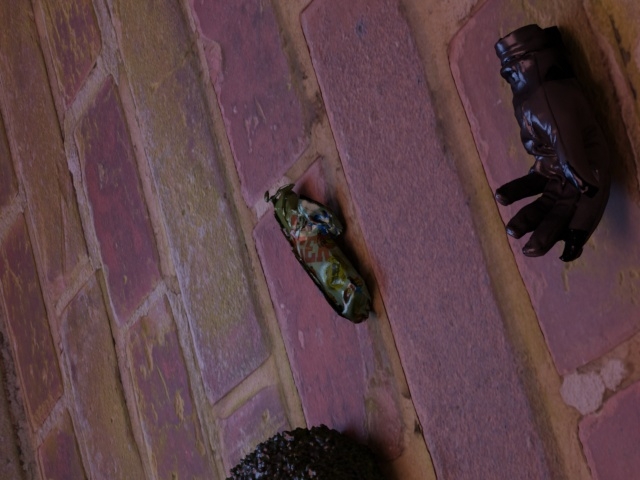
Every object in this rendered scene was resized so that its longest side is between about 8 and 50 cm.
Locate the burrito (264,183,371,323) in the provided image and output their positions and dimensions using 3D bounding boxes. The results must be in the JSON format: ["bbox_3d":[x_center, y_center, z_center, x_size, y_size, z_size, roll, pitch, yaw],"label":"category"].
[{"bbox_3d":[0.000,0.000,2.413,0.288,0.054,0.104,54,140,44],"label":"burrito"}]

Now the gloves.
[{"bbox_3d":[0.256,-0.113,1.846,0.142,0.119,0.285,128,144,-68],"label":"gloves"}]

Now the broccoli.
[{"bbox_3d":[-0.030,0.388,2.385,0.288,0.235,0.260,-72,-4,-58],"label":"broccoli"}]
